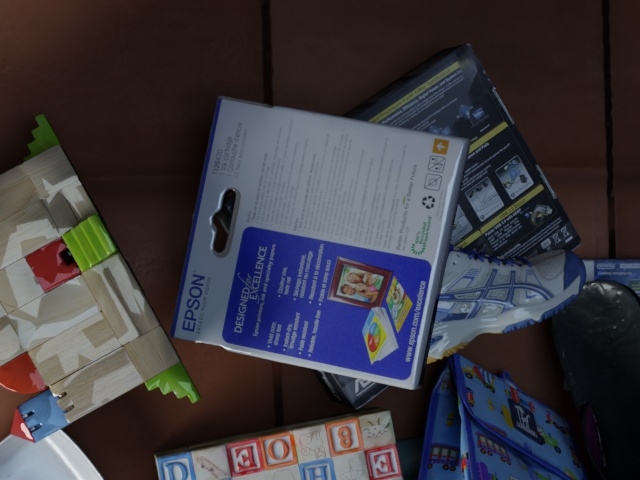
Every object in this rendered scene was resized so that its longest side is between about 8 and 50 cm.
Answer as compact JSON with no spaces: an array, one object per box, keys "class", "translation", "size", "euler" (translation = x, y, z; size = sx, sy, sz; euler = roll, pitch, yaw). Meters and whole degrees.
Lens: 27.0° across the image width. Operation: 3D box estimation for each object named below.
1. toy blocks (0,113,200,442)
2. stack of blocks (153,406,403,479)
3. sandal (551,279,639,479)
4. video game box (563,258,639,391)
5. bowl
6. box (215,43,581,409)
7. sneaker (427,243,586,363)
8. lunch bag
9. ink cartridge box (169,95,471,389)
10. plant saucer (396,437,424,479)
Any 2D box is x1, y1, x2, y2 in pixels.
[{"class":"toy blocks","translation":[-0.344,0.080,1.544],"size":[0.261,0.191,0.381],"euler":[-29,89,-7]},{"class":"stack of blocks","translation":[-0.047,0.322,1.666],"size":[0.297,0.087,0.171],"euler":[-10,88,-10]},{"class":"sandal","translation":[0.400,0.264,1.714],"size":[0.107,0.168,0.445],"euler":[11,55,-58]},{"class":"video game box","translation":[0.442,0.118,1.875],"size":[0.205,0.048,0.187],"euler":[0,93,-18]},{"class":"bowl","translation":[-0.348,0.297,1.610],"size":[0.142,0.053,0.142],"euler":[-41,103,-14]},{"class":"box","translation":[0.105,-0.021,1.736],"size":[0.395,0.097,0.318],"euler":[-35,103,-14]},{"class":"sneaker","translation":[0.196,0.052,1.661],"size":[0.297,0.112,0.131],"euler":[-21,100,-18]},{"class":"lunch bag","translation":[0.240,0.294,1.725],"size":[0.221,0.138,0.293],"euler":[29,39,-22]},{"class":"ink cartridge box","translation":[0.000,0.000,1.598],"size":[0.307,0.072,0.303],"euler":[11,88,14]},{"class":"plant saucer","translation":[0.131,0.424,1.777],"size":[0.318,0.044,0.317],"euler":[0,90,-18]}]
